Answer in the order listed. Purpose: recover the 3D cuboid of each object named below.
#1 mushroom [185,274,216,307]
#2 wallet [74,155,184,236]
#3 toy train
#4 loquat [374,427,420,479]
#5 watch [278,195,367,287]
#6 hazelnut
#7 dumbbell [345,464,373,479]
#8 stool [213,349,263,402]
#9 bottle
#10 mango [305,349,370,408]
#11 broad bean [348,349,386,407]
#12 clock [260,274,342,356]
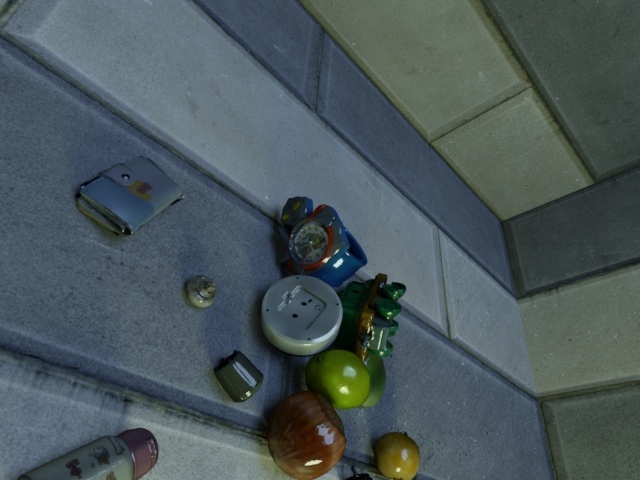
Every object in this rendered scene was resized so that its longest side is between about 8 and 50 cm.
[{"bbox_3d":[-0.292,0.123,1.200,0.085,0.079,0.085,29,44,-33],"label":"mushroom"},{"bbox_3d":[-0.454,-0.109,1.149,0.170,0.069,0.231,39,35,-4],"label":"wallet"},{"bbox_3d":[0.135,0.235,1.561,0.429,0.248,0.179,-46,146,-68],"label":"toy train"},{"bbox_3d":[0.240,0.674,1.492,0.163,0.137,0.163,23,44,-24],"label":"loquat"},{"bbox_3d":[0.000,0.000,1.571,0.274,0.241,0.305,23,31,-56],"label":"watch"},{"bbox_3d":[-0.040,0.497,1.215,0.214,0.176,0.215,12,45,-13],"label":"hazelnut"},{"bbox_3d":[0.121,0.736,1.329,0.099,0.099,0.209,2,67,-52],"label":"dumbbell"},{"bbox_3d":[-0.202,0.333,1.173,0.110,0.096,0.096,52,36,-7],"label":"stool"},{"bbox_3d":[-0.400,0.415,0.850,0.233,0.109,0.110,-11,78,-55],"label":"bottle"},{"bbox_3d":[0.050,0.406,1.368,0.273,0.185,0.149,79,17,-59],"label":"mango"},{"bbox_3d":[0.151,0.428,1.570,0.169,0.100,0.228,-4,74,-47],"label":"broad bean"},{"bbox_3d":[-0.054,0.208,1.349,0.230,0.083,0.231,5,47,-5],"label":"clock"}]
